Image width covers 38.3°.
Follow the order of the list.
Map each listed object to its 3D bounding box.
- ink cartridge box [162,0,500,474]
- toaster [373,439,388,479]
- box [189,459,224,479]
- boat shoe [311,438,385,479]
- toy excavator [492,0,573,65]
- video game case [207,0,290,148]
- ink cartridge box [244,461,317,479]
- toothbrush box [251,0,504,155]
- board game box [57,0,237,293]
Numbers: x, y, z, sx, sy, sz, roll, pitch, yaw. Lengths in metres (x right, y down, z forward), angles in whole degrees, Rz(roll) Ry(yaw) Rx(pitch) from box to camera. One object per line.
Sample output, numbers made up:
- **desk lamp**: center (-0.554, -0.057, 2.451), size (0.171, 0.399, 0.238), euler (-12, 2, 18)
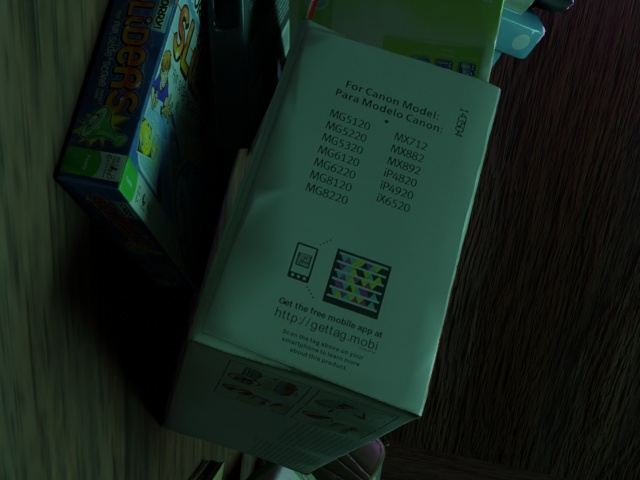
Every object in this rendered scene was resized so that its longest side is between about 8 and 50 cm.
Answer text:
- **ink cartridge box**: center (0.000, 0.000, 0.641), size (0.309, 0.130, 0.272), euler (121, -13, -68)
- **toaster**: center (0.009, 0.361, 1.405), size (0.185, 0.168, 0.110), euler (89, 14, -60)
- **box**: center (-0.132, 0.324, 0.846), size (0.164, 0.021, 0.201), euler (-42, 143, -78)
- **boat shoe**: center (-0.021, 0.354, 1.246), size (0.285, 0.104, 0.089), euler (-33, 152, -39)
- **toy excavator**: center (0.183, -0.282, 1.369), size (0.445, 0.222, 0.433), euler (-55, -145, 38)
- **video game case**: center (-0.043, -0.220, 0.573), size (0.196, 0.026, 0.274), euler (-78, 169, -62)
- **ink cartridge box**: center (-0.038, 0.353, 1.030), size (0.092, 0.160, 0.219), euler (-38, 180, 13)
- **toothbrush box**: center (0.056, -0.204, 0.813), size (0.122, 0.206, 0.283), euler (-70, 169, -54)
- **board game box**: center (-0.091, -0.059, 0.555), size (0.201, 0.035, 0.136), euler (77, 25, -72)
